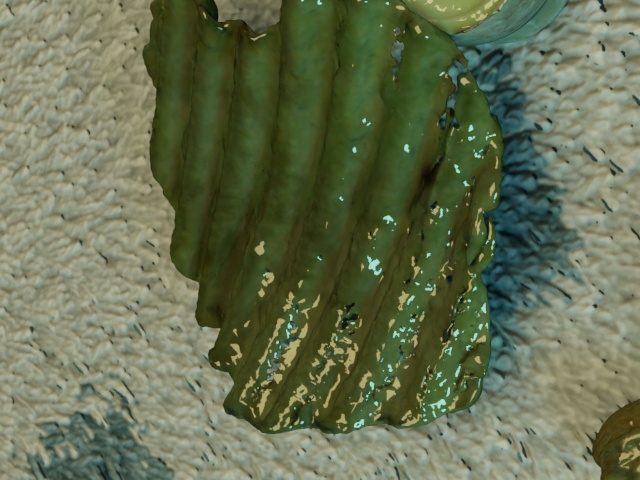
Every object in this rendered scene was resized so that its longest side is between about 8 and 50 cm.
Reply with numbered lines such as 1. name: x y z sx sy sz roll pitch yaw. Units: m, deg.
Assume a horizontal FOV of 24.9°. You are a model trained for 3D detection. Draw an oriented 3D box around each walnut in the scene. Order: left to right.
1. walnut: 0.261 0.168 1.149 0.092 0.092 0.092 2 94 30

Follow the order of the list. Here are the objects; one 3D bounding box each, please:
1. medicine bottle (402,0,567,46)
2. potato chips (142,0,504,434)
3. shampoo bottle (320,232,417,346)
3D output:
1. medicine bottle: 0.122 -0.230 1.163 0.147 0.143 0.147 4 99 27
2. potato chips: -0.022 -0.029 1.212 0.373 0.097 0.389 7 109 40
3. shampoo bottle: 0.000 0.000 1.302 0.234 0.049 0.087 48 121 19
